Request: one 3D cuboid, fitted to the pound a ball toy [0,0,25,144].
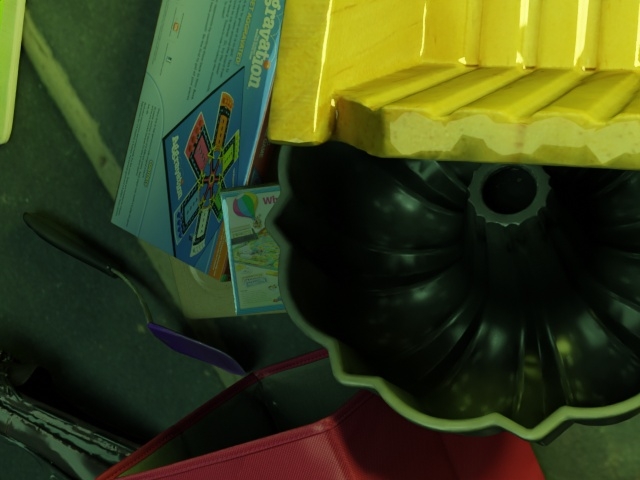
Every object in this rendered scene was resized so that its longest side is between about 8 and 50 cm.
[{"bbox_3d":[-0.391,-0.234,1.102,0.135,0.208,0.319,24,117,24],"label":"pound a ball toy"}]

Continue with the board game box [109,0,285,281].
[{"bbox_3d":[-0.094,-0.121,1.021,0.145,0.027,0.281,27,108,34],"label":"board game box"}]

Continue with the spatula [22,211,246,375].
[{"bbox_3d":[-0.189,0.050,1.163,0.296,0.084,0.030,36,79,25],"label":"spatula"}]

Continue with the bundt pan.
[{"bbox_3d":[0.136,-0.010,0.819,0.331,0.124,0.331,-7,65,14],"label":"bundt pan"}]

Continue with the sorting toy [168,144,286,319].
[{"bbox_3d":[-0.067,-0.028,1.070,0.208,0.038,0.193,-5,102,38],"label":"sorting toy"}]

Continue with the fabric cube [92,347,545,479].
[{"bbox_3d":[0.019,0.236,0.958,0.254,0.259,0.258,-20,95,34],"label":"fabric cube"}]

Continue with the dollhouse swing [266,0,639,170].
[{"bbox_3d":[0.181,-0.212,0.649,0.347,0.315,0.305,5,104,20],"label":"dollhouse swing"}]

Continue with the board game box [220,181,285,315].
[{"bbox_3d":[0.000,0.000,0.984,0.154,0.026,0.103,-7,100,-3],"label":"board game box"}]

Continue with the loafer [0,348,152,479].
[{"bbox_3d":[-0.287,0.172,1.244,0.302,0.109,0.095,35,102,12],"label":"loafer"}]
